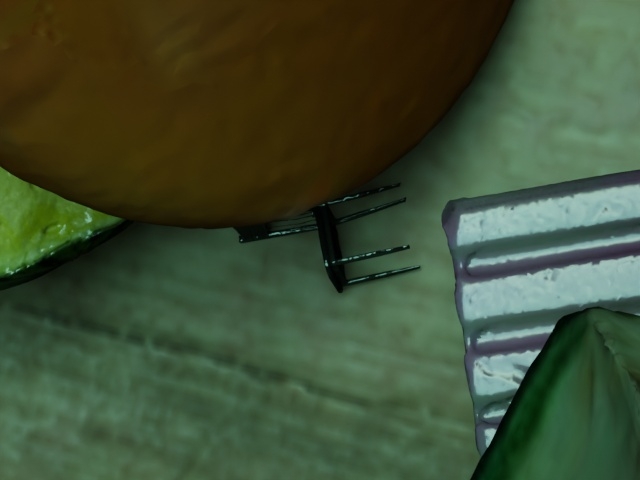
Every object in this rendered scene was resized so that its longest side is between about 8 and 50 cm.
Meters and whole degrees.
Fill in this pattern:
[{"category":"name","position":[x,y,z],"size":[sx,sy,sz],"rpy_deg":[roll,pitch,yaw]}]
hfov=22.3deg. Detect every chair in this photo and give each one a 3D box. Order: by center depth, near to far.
[{"category":"chair","position":[-0.001,0.002,0.730],"size":[0.086,0.037,0.042],"rpy_deg":[-8,69,9]}]

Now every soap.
[{"category":"soap","position":[0.159,0.029,0.669],"size":[0.203,0.065,0.122],"rpy_deg":[-8,80,13]}]

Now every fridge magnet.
[{"category":"fridge magnet","position":[-0.047,-0.186,0.628],"size":[0.155,0.363,0.363],"rpy_deg":[7,83,47]}]

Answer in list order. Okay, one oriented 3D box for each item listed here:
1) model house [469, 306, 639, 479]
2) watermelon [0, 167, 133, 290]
[{"category":"model house","position":[0.168,0.223,0.574],"size":[0.284,0.243,0.298],"rpy_deg":[19,114,-8]},{"category":"watermelon","position":[-0.176,-0.079,0.733],"size":[0.232,0.127,0.204],"rpy_deg":[43,70,-4]}]
